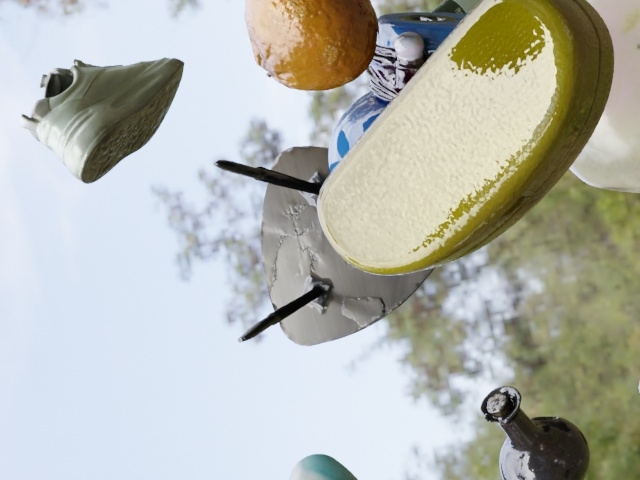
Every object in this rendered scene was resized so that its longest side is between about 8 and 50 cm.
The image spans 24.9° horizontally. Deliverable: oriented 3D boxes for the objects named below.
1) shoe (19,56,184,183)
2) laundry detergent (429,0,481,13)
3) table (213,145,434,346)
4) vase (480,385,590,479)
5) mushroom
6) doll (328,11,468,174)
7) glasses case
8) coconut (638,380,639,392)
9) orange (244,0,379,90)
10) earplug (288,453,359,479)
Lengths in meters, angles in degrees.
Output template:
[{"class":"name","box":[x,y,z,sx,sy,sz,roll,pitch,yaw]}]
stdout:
[{"class":"shoe","box":[-0.317,-0.199,2.055,0.124,0.159,0.316,-66,-5,31]},{"class":"laundry detergent","box":[0.231,-0.349,2.276,0.225,0.070,0.099,-41,-60,-24]},{"class":"table","box":[0.000,0.000,2.112,0.249,0.317,0.317,-1,-102,-66]},{"class":"vase","box":[0.267,0.257,1.851,0.183,0.120,0.120,49,-153,-36]},{"class":"mushroom","box":[0.497,-0.226,2.078,0.353,0.325,0.353,28,-131,-38]},{"class":"doll","box":[0.133,-0.150,1.973,0.284,0.240,0.310,-38,-46,-66]},{"class":"glasses case","box":[0.166,-0.103,1.536,0.173,0.371,0.141,51,-149,17]},{"class":"coconut","box":[0.493,0.215,2.068,0.083,0.081,0.082,47,-173,18]},{"class":"orange","box":[-0.010,-0.198,1.329,0.117,0.135,0.135,-55,-27,-8]},{"class":"earplug","box":[0.028,0.469,2.280,0.324,0.185,0.185,-114,0,-50]}]
